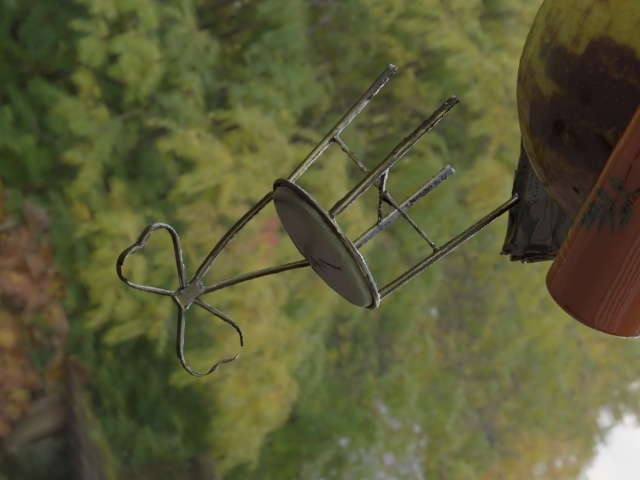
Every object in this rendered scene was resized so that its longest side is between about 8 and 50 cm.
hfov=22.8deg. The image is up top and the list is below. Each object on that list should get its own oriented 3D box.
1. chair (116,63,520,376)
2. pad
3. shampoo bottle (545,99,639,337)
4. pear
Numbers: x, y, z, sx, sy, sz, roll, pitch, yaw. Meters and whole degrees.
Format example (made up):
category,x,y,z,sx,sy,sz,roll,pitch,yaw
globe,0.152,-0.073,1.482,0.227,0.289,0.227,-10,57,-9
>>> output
category,x,y,z,sx,sy,sz,roll,pitch,yaw
chair,0.000,0.000,1.443,0.160,0.325,0.170,58,-12,-29
pad,0.228,-0.096,1.399,0.174,0.022,0.233,-3,-105,62
shampoo bottle,0.226,-0.054,1.012,0.085,0.085,0.244,-115,-140,-54
pear,0.284,-0.109,1.183,0.283,0.283,0.284,159,-90,-88
